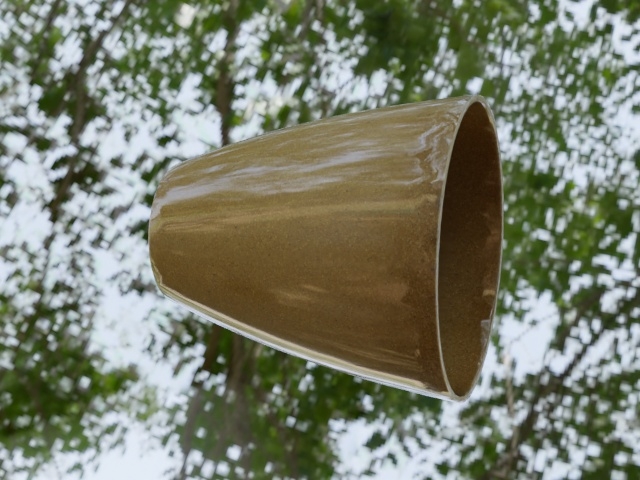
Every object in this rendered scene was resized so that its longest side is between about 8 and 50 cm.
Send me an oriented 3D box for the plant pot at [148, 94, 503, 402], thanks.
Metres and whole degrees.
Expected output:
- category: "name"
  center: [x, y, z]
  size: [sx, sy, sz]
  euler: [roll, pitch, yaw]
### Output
- category: "plant pot"
  center: [0.000, 0.000, 0.978]
  size: [0.254, 0.237, 0.237]
  euler: [3, -39, 18]
